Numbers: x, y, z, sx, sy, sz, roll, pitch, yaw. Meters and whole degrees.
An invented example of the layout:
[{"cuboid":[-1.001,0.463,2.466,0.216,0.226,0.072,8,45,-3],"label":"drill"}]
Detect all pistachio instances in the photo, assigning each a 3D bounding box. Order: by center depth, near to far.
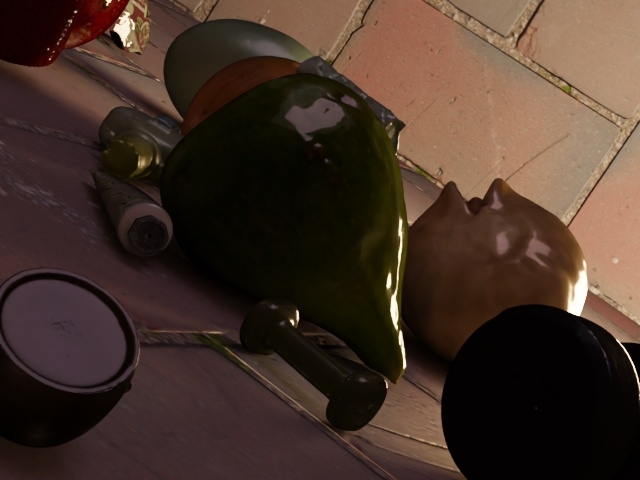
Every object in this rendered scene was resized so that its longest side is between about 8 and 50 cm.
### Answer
[{"cuboid":[0.174,0.047,1.607,0.193,0.214,0.318,-4,-5,8],"label":"pistachio"}]

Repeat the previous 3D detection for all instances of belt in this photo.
[{"cuboid":[-0.343,-0.258,1.599,0.201,0.124,0.128,28,28,-4],"label":"belt"}]

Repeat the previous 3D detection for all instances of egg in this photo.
[{"cuboid":[-0.089,-0.189,1.980,0.231,0.168,0.168,26,9,-11],"label":"egg"}]

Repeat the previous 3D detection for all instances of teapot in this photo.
[{"cuboid":[-0.137,0.062,0.734,0.121,0.068,0.076,-1,50,-37],"label":"teapot"}]

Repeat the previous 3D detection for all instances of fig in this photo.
[{"cuboid":[0.000,0.000,1.304,0.275,0.206,0.206,55,8,-3],"label":"fig"}]

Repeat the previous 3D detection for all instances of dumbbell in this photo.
[{"cuboid":[-0.006,0.088,1.126,0.118,0.046,0.052,38,15,31],"label":"dumbbell"},{"cuboid":[0.211,0.143,1.246,0.152,0.152,0.218,40,11,38],"label":"dumbbell"}]

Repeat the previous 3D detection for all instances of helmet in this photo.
[{"cuboid":[-0.315,-0.356,2.310,0.153,0.107,0.177,36,9,38],"label":"helmet"}]

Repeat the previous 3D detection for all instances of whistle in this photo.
[{"cuboid":[-0.169,-0.090,1.492,0.104,0.057,0.198,33,7,1],"label":"whistle"}]

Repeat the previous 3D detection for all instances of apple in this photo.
[{"cuboid":[-0.045,-0.098,1.659,0.209,0.164,0.209,36,18,-14],"label":"apple"}]

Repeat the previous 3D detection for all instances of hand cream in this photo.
[{"cuboid":[-0.149,-0.025,1.258,0.067,0.042,0.194,30,5,-18],"label":"hand cream"}]

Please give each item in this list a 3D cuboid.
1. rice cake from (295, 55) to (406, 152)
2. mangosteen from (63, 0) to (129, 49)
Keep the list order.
[{"cuboid":[0.016,-0.044,1.435,0.043,0.237,0.127,-24,47,-35],"label":"rice cake"},{"cuboid":[-0.326,-0.326,1.765,0.215,0.215,0.257,37,16,22],"label":"mangosteen"}]
